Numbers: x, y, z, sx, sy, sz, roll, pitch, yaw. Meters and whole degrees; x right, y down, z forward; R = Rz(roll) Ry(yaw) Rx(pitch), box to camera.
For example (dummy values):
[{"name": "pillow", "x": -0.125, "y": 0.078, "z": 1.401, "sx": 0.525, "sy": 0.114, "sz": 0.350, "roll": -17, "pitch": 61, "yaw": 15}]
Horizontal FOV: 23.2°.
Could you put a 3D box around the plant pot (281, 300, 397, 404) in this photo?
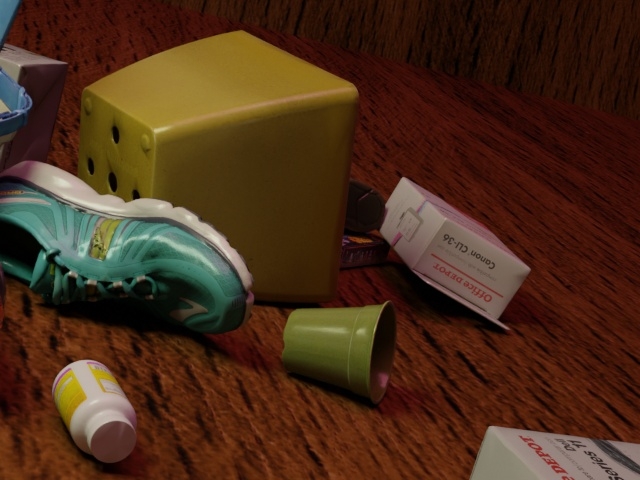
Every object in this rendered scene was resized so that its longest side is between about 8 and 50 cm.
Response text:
[{"name": "plant pot", "x": 0.013, "y": 0.085, "z": 1.249, "sx": 0.079, "sy": 0.083, "sz": 0.083, "roll": 6, "pitch": 11, "yaw": 15}]

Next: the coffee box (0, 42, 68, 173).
[{"name": "coffee box", "x": -0.391, "y": -0.146, "z": 1.543, "sx": 0.246, "sy": 0.141, "sz": 0.098, "roll": 21, "pitch": 14, "yaw": 16}]

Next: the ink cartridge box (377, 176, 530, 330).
[{"name": "ink cartridge box", "x": 0.139, "y": 0.012, "z": 1.605, "sx": 0.115, "sy": 0.067, "sz": 0.198, "roll": 29, "pitch": 10, "yaw": -20}]

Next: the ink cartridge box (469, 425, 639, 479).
[{"name": "ink cartridge box", "x": 0.212, "y": 0.195, "z": 0.997, "sx": 0.208, "sy": 0.087, "sz": 0.153, "roll": 9, "pitch": 15, "yaw": -23}]

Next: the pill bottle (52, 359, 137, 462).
[{"name": "pill bottle", "x": -0.145, "y": 0.113, "z": 1.014, "sx": 0.043, "sy": 0.043, "sz": 0.083, "roll": 9, "pitch": 16, "yaw": -25}]

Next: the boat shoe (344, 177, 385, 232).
[{"name": "boat shoe", "x": -0.024, "y": -0.058, "z": 1.632, "sx": 0.190, "sy": 0.068, "sz": 0.072, "roll": 32, "pitch": -13, "yaw": -29}]

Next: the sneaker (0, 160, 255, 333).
[{"name": "sneaker", "x": -0.181, "y": 0.023, "z": 1.269, "sx": 0.275, "sy": 0.107, "sz": 0.110, "roll": 16, "pitch": 33, "yaw": 22}]

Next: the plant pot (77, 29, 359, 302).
[{"name": "plant pot", "x": -0.110, "y": -0.064, "z": 1.437, "sx": 0.187, "sy": 0.212, "sz": 0.212, "roll": -8, "pitch": 25, "yaw": -34}]

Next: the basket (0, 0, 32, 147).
[{"name": "basket", "x": -0.345, "y": -0.148, "z": 1.250, "sx": 0.201, "sy": 0.289, "sz": 0.255, "roll": 35, "pitch": 27, "yaw": 24}]

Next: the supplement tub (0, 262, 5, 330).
[{"name": "supplement tub", "x": -0.285, "y": 0.020, "z": 1.069, "sx": 0.117, "sy": 0.117, "sz": 0.190, "roll": 8, "pitch": 16, "yaw": -29}]

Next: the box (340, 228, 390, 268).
[{"name": "box", "x": 0.000, "y": 0.000, "z": 1.638, "sx": 0.094, "sy": 0.027, "sz": 0.137, "roll": 24, "pitch": 16, "yaw": 30}]
